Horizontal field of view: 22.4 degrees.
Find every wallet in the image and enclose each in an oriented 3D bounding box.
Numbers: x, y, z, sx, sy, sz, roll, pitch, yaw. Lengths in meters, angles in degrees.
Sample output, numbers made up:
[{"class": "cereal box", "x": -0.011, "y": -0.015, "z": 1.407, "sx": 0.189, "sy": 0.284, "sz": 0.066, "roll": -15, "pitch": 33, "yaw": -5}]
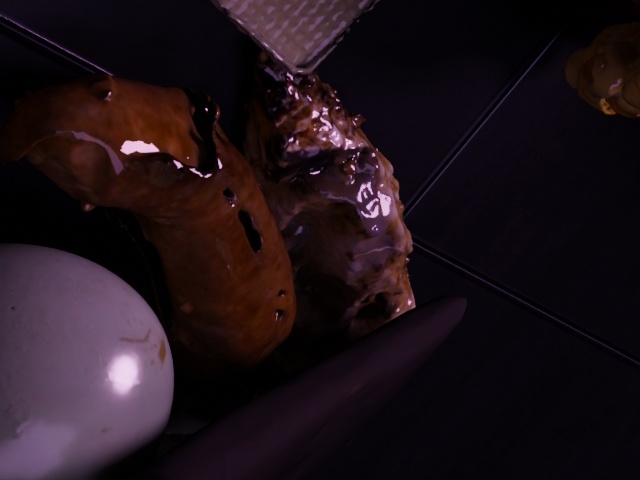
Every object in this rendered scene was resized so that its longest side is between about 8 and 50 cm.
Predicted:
[{"class": "wallet", "x": -0.039, "y": 0.147, "z": 1.083, "sx": 0.377, "sy": 0.051, "sz": 0.197, "roll": -25, "pitch": 159, "yaw": -53}]

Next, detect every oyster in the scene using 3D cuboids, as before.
[{"class": "oyster", "x": 0.003, "y": -0.001, "z": 1.155, "sx": 0.129, "sy": 0.078, "sz": 0.345, "roll": -19, "pitch": 136, "yaw": -5}]

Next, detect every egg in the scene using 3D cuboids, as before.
[{"class": "egg", "x": -0.223, "y": 0.110, "z": 0.998, "sx": 0.283, "sy": 0.203, "sz": 0.203, "roll": -20, "pitch": 137, "yaw": 14}]

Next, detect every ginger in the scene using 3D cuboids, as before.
[{"class": "ginger", "x": -0.092, "y": -0.003, "z": 1.059, "sx": 0.133, "sy": 0.107, "sz": 0.309, "roll": -28, "pitch": 134, "yaw": 4}]

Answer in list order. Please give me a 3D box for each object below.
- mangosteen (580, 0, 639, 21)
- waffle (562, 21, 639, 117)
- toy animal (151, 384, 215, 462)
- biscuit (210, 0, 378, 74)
[{"class": "mangosteen", "x": 0.215, "y": -0.260, "z": 0.880, "sx": 0.330, "sy": 0.330, "sz": 0.330, "roll": -17, "pitch": 132, "yaw": -19}, {"class": "waffle", "x": 0.308, "y": -0.159, "z": 1.057, "sx": 0.302, "sy": 0.325, "sz": 0.068, "roll": -25, "pitch": 102, "yaw": 0}, {"class": "toy animal", "x": -0.171, "y": 0.210, "z": 1.206, "sx": 0.255, "sy": 0.090, "sz": 0.170, "roll": -41, "pitch": 132, "yaw": 0}, {"class": "biscuit", "x": -0.047, "y": -0.219, "z": 0.948, "sx": 0.150, "sy": 0.052, "sz": 0.252, "roll": -49, "pitch": 131, "yaw": 5}]
